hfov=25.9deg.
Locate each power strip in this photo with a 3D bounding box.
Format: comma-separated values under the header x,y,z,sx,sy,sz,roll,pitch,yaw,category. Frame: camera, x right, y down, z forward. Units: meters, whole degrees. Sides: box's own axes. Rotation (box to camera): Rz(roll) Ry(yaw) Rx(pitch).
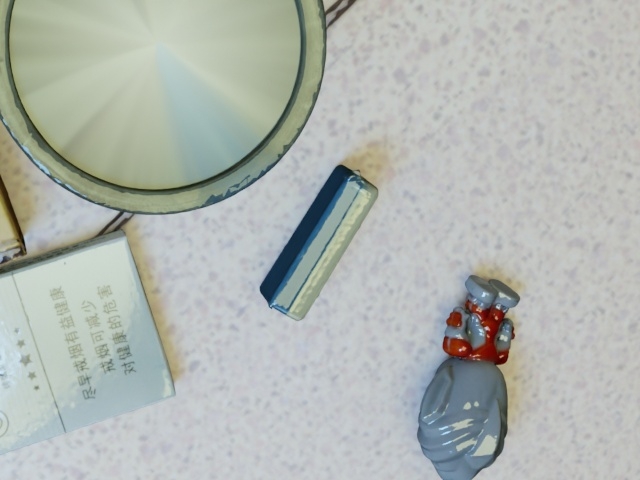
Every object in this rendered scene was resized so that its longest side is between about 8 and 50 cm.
x,y,z,sx,sy,sz,roll,pitch,yaw,category
0.000,0.000,1.066,0.032,0.056,0.123,31,93,-15,power strip

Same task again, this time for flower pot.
x,y,z,sx,sy,sz,roll,pitch,yaw,category
-0.117,-0.141,0.934,0.212,0.202,0.212,-3,104,-11,flower pot

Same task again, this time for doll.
x,y,z,sx,sy,sz,roll,pitch,yaw,category
0.121,0.118,1.114,0.094,0.079,0.180,15,85,-39,doll

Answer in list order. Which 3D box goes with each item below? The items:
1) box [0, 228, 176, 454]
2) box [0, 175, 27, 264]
x,y,z,sx,sy,sz,roll,pitch,yaw,category
-0.243,0.092,1.042,0.245,0.035,0.139,-19,106,-8,box
-0.319,-0.076,0.975,0.152,0.070,0.237,-20,103,-8,box
